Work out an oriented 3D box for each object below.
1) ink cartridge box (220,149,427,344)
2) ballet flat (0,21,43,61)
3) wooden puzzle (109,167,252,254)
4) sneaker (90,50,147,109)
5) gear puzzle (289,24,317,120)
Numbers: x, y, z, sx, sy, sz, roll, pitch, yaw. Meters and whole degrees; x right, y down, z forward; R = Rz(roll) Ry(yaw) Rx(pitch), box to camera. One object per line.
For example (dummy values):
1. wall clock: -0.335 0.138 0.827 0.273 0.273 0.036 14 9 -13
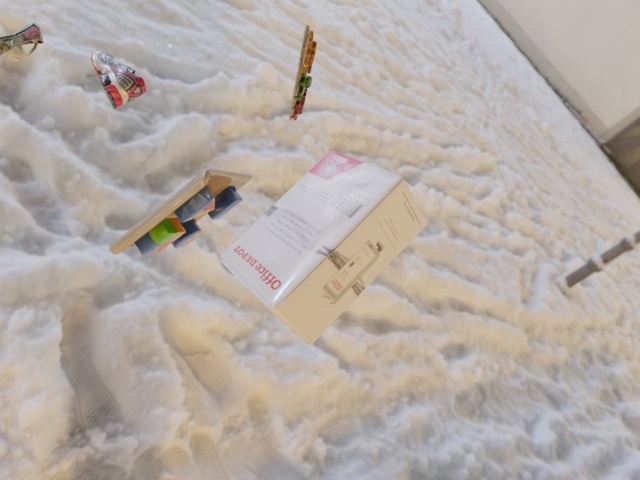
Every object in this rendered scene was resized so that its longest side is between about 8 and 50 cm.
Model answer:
1. ink cartridge box: 0.000 0.000 0.856 0.207 0.283 0.117 34 -15 50
2. ballet flat: -0.899 -0.579 1.516 0.221 0.077 0.079 -67 141 -50
3. wooden puzzle: -0.341 -0.066 1.355 0.080 0.322 0.348 54 12 0
4. sneaker: -0.617 -0.497 1.567 0.112 0.121 0.299 -26 49 -16
5. gear puzzle: -0.032 -0.406 1.215 0.044 0.339 0.175 10 86 -6
